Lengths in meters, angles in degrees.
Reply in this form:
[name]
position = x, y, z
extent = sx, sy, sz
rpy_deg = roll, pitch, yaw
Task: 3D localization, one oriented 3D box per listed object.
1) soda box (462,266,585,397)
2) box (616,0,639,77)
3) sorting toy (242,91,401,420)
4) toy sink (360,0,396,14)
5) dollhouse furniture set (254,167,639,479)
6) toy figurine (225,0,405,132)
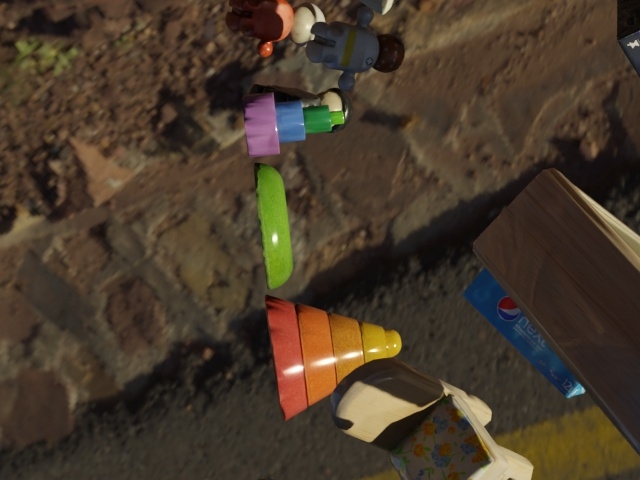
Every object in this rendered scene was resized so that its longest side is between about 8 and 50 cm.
[soda box]
position = 0.301, 0.119, 1.954
extent = 0.210, 0.067, 0.071
rpy_deg = 45, 111, 21
[box]
position = 0.435, -0.167, 1.405
extent = 0.184, 0.103, 0.261
rpy_deg = -21, 125, 31
[sorting toy]
position = 0.000, 0.000, 1.392
extent = 0.126, 0.366, 0.127
rpy_deg = -6, 147, -2
[toy sink]
position = 0.079, -0.384, 1.488
extent = 0.153, 0.234, 0.131
rpy_deg = 35, 151, 9
[dollhouse furniture set]
position = 0.114, 0.193, 0.867
extent = 0.394, 0.362, 0.256
rpy_deg = -47, 136, 13
[toy figurine]
position = 0.000, -0.261, 1.789
extent = 0.209, 0.148, 0.213
rpy_deg = -40, 57, 42
